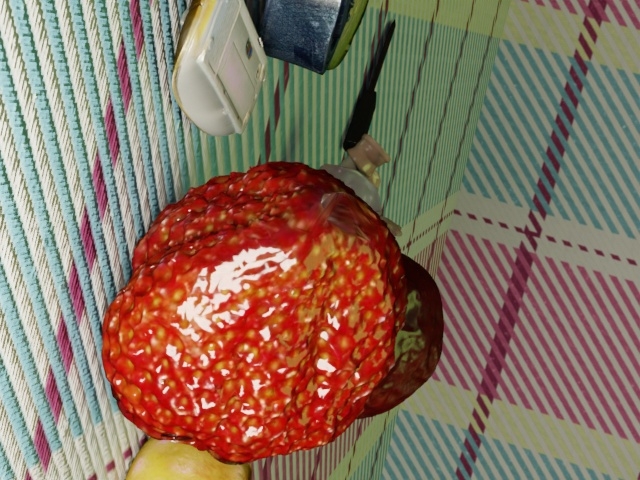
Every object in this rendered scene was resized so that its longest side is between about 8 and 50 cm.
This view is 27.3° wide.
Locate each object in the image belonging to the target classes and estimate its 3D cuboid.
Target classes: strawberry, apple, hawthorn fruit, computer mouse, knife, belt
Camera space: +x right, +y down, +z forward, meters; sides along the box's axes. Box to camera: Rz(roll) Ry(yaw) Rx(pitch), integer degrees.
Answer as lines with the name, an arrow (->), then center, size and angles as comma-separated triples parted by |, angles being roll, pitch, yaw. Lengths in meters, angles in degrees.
strawberry -> -0.040, 0.053, 1.075 | 0.288, 0.238, 0.250 | -51, -162, 43
apple -> -0.123, 0.254, 1.267 | 0.146, 0.146, 0.146 | 16, 90, -79
hawthorn fruit -> 0.031, 0.114, 1.669 | 0.230, 0.210, 0.266 | -62, 156, 8
computer mouse -> -0.086, -0.152, 1.077 | 0.199, 0.044, 0.102 | 61, 46, -74
knife -> 0.073, -0.217, 1.834 | 0.060, 0.028, 0.230 | 111, -3, -67
belt -> -0.007, -0.235, 1.209 | 0.190, 0.082, 0.141 | 105, 3, -76

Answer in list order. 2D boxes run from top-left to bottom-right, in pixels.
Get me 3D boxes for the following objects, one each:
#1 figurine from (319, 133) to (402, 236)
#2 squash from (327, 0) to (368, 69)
figurine -> 0.000, 0.001, 1.467 | 0.133, 0.200, 0.276 | -25, -153, 49
squash -> 0.027, -0.294, 1.463 | 0.219, 0.041, 0.219 | 20, 90, -82
